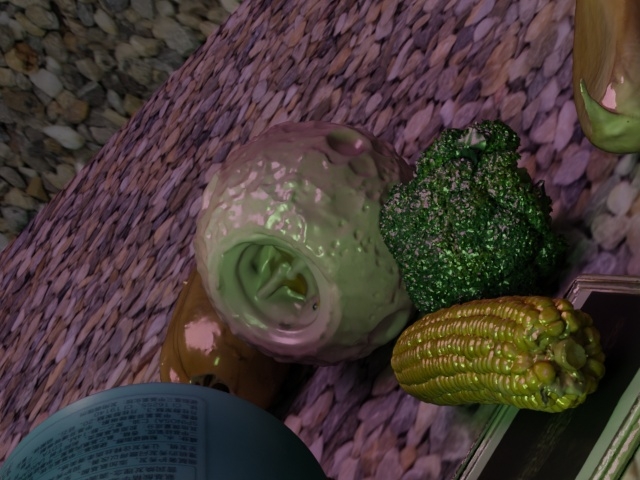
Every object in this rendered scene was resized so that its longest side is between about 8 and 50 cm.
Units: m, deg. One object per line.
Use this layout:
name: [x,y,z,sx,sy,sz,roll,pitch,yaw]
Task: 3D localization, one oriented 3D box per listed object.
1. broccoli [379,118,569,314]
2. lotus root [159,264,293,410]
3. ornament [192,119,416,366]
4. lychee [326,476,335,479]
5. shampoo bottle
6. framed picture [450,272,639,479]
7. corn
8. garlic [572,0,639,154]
broccoli: [0.145,-0.013,1.663,0.195,0.195,0.156,-34,6,44]
lotus root: [-0.086,0.073,2.066,0.169,0.151,0.343,-52,13,44]
ornament: [0.000,0.000,1.839,0.259,0.259,0.225,-37,9,40]
lychee: [-0.003,0.258,1.669,0.067,0.068,0.083,1,38,15]
shampoo bottle: [-0.131,0.327,1.424,0.331,0.331,0.343,-48,19,14]
framed picture: [0.199,0.147,1.454,0.293,0.018,0.231,-57,19,-13]
corn: [0.143,0.099,1.509,0.101,0.101,0.291,-58,14,-17]
garlic: [0.281,-0.164,1.601,0.145,0.164,0.245,-21,38,28]
